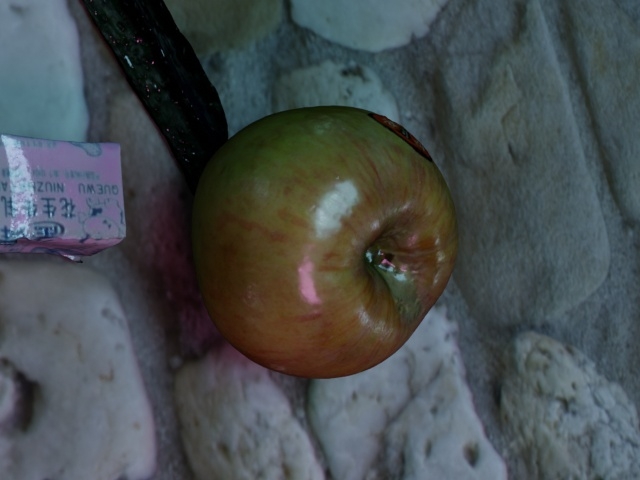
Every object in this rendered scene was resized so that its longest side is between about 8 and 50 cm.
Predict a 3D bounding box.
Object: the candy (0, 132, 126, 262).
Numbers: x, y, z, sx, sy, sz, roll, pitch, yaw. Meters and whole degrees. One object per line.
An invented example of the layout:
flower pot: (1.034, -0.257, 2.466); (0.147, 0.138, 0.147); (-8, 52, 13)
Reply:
candy: (-0.238, -0.034, 1.321); (0.160, 0.073, 0.092); (2, 75, -40)

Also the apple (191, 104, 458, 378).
apple: (0.000, 0.000, 1.423); (0.261, 0.194, 0.260); (-18, 116, -42)

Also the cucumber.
cucumber: (-0.131, -0.146, 1.460); (0.070, 0.046, 0.220); (-44, 111, -45)
